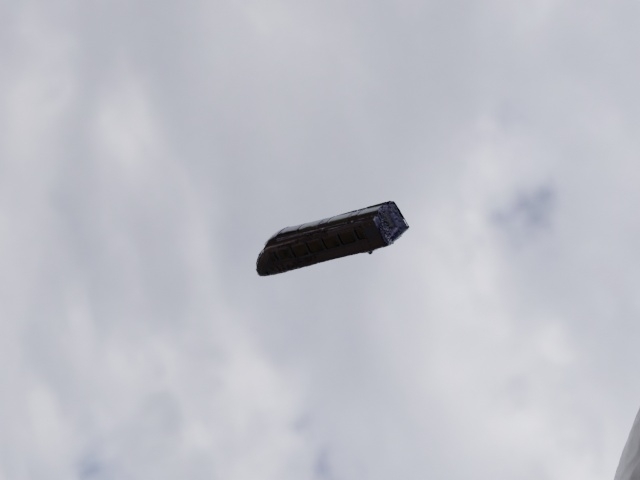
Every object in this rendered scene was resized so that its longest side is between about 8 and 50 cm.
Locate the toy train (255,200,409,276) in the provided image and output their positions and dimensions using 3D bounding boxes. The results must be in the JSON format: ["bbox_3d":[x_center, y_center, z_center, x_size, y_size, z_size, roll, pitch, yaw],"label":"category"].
[{"bbox_3d":[0.000,0.000,0.772,0.083,0.017,0.017,-14,-69,46],"label":"toy train"}]

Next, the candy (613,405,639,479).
[{"bbox_3d":[0.261,0.160,0.532,0.386,0.186,0.427,58,-21,3],"label":"candy"}]
